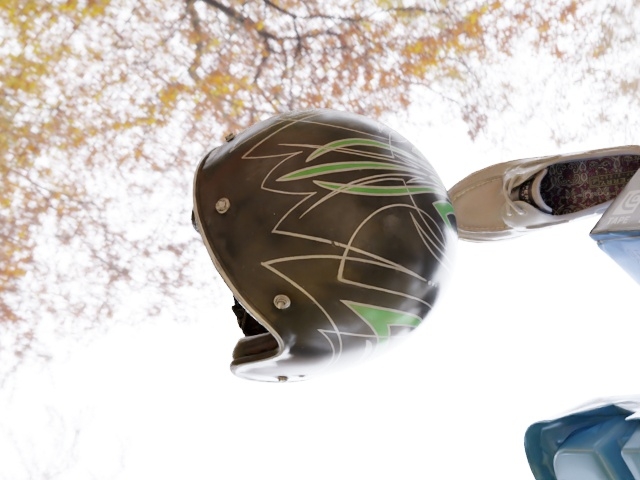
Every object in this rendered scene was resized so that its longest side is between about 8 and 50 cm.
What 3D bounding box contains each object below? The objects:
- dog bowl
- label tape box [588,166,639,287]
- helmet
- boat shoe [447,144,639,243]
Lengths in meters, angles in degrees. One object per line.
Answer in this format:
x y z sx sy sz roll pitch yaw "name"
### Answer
0.306 0.215 0.750 0.074 0.297 0.166 -29 -93 -22 "dog bowl"
0.377 -0.046 0.552 0.240 0.106 0.333 43 -104 -9 "label tape box"
0.000 0.000 0.500 0.169 0.161 0.169 10 -124 -16 "helmet"
0.170 -0.035 0.628 0.184 0.063 0.066 -5 -94 28 "boat shoe"
